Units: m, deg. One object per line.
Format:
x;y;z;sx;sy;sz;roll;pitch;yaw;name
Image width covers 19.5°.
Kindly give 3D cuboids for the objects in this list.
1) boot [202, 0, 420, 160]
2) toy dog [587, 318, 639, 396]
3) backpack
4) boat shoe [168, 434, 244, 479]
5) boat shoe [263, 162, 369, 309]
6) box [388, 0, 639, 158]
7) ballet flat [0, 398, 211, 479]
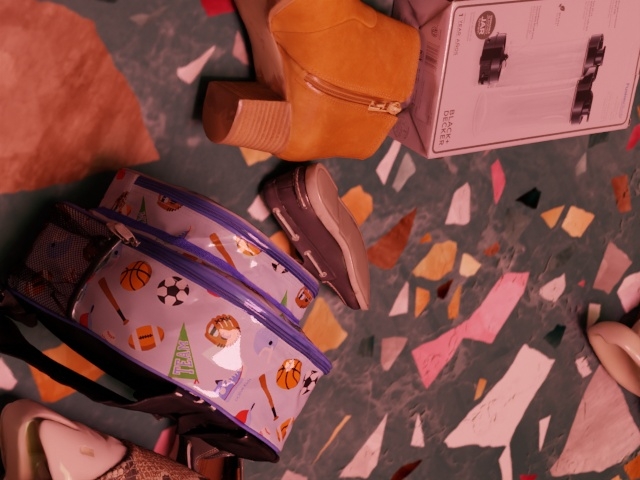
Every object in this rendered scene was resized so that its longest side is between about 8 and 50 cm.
0.015;-0.211;1.738;0.211;0.104;0.295;-2;121;-42;boot
0.581;0.091;2.260;0.408;0.284;0.395;-48;148;-9;toy dog
-0.117;0.075;1.660;0.276;0.263;0.213;32;90;-44;backpack
-0.100;0.184;1.867;0.084;0.079;0.233;-5;115;-37;boat shoe
0.000;0.000;1.878;0.065;0.075;0.206;-10;139;15;boat shoe
0.203;-0.189;1.912;0.290;0.087;0.169;-11;119;-36;box
-0.311;0.250;1.685;0.482;0.164;0.182;-21;105;-29;ballet flat
